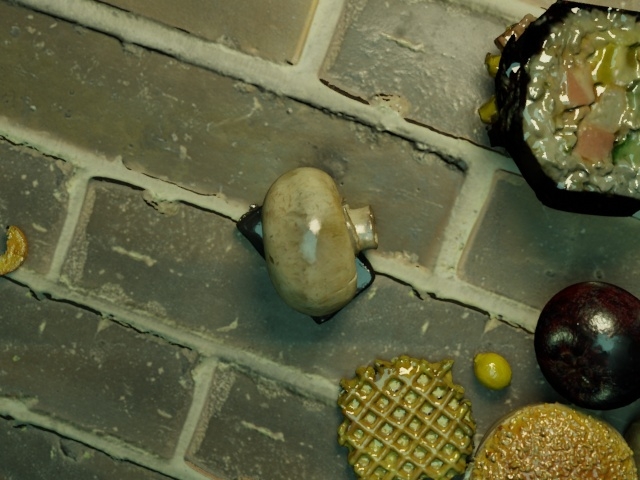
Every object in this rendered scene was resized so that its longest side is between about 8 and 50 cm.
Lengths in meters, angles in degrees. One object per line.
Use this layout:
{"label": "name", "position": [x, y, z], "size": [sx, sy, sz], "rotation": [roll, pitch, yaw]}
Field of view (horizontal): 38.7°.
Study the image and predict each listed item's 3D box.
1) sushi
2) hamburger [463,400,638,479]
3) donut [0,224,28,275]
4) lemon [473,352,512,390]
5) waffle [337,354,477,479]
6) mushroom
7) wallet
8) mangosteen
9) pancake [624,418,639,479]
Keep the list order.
{"label": "sushi", "position": [0.411, -0.211, 1.443], "size": [0.328, 0.285, 0.329], "rotation": [3, 96, -14]}
{"label": "hamburger", "position": [0.396, 0.421, 1.562], "size": [0.302, 0.170, 0.302], "rotation": [1, 96, 6]}
{"label": "donut", "position": [-0.569, 0.016, 1.680], "size": [0.067, 0.038, 0.083], "rotation": [-19, 89, 9]}
{"label": "lemon", "position": [0.302, 0.230, 1.607], "size": [0.083, 0.062, 0.062], "rotation": [40, 98, 0]}
{"label": "waffle", "position": [0.153, 0.329, 1.638], "size": [0.254, 0.052, 0.245], "rotation": [-7, 94, 7]}
{"label": "mushroom", "position": [0.000, 0.000, 1.514], "size": [0.195, 0.189, 0.254], "rotation": [-11, 92, 2]}
{"label": "wallet", "position": [-0.025, 0.016, 1.626], "size": [0.149, 0.044, 0.250], "rotation": [-38, 91, 4]}
{"label": "mangosteen", "position": [0.468, 0.165, 1.525], "size": [0.216, 0.216, 0.216], "rotation": [1, 96, 5]}
{"label": "pancake", "position": [0.585, 0.413, 1.539], "size": [0.042, 0.222, 0.236], "rotation": [-2, 63, -20]}
